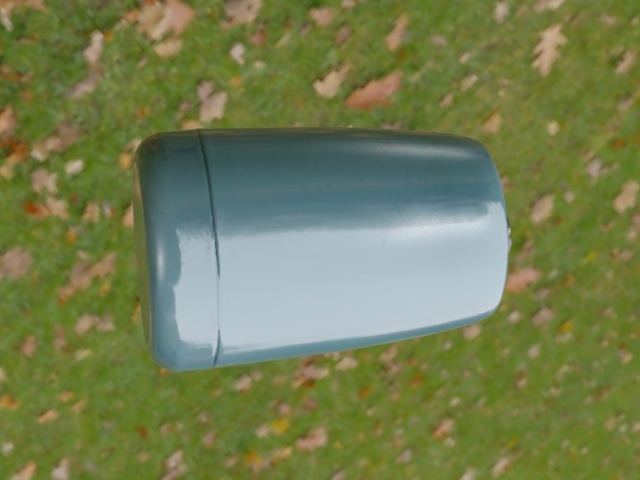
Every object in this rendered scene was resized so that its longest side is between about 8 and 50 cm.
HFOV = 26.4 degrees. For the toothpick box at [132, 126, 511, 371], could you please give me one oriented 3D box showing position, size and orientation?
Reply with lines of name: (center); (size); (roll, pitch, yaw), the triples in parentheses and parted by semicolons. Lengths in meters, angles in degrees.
toothpick box: (0.000, 0.000, 0.693); (0.184, 0.120, 0.120); (-4, 143, -12)
